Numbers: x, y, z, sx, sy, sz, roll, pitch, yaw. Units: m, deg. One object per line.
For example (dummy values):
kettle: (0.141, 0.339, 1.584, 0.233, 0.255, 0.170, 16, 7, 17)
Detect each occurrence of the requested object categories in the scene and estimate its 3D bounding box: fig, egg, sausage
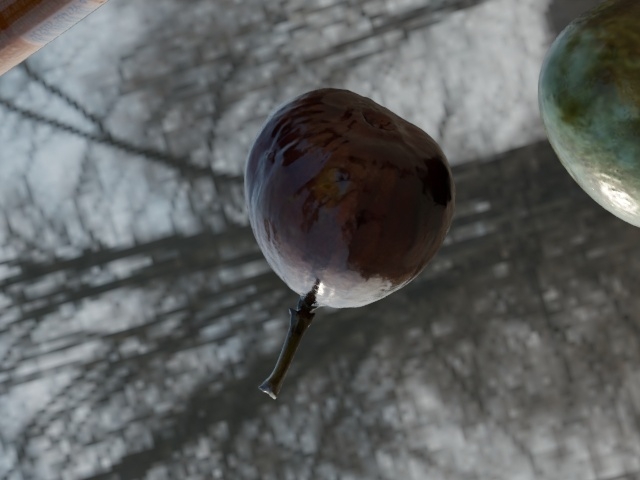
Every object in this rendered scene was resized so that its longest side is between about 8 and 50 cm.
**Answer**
fig: (0.015, -0.007, 1.718, 0.204, 0.186, 0.249, 48, 136, 39)
egg: (0.334, -0.128, 1.785, 0.289, 0.238, 0.238, 19, -137, -26)
sausage: (-0.234, -0.141, 1.316, 0.053, 0.348, 0.053, 31, -135, -37)
